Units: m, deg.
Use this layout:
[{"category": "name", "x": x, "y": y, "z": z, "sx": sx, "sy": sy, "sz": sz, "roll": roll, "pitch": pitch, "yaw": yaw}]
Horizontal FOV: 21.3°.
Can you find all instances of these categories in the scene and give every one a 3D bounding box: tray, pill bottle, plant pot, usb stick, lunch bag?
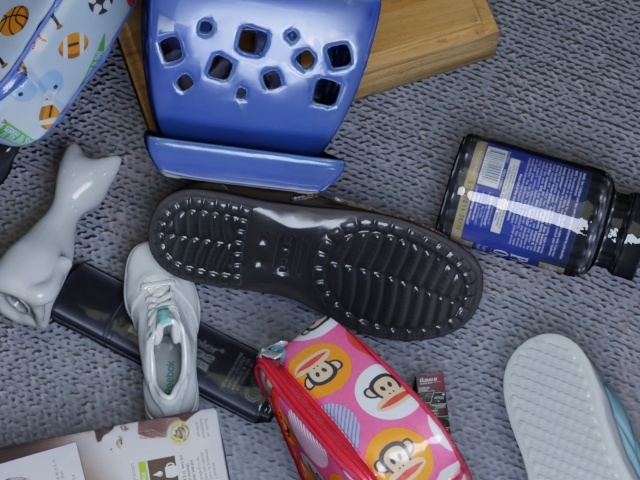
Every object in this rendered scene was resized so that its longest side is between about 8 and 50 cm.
[{"category": "tray", "x": -0.024, "y": -0.252, "z": 1.960, "sx": 0.411, "sy": 0.076, "sz": 0.203, "roll": -18, "pitch": 70, "yaw": -6}, {"category": "pill bottle", "x": 0.245, "y": -0.031, "z": 1.847, "sx": 0.219, "sy": 0.123, "sz": 0.123, "roll": 16, "pitch": 70, "yaw": 7}, {"category": "plant pot", "x": -0.077, "y": -0.165, "z": 1.777, "sx": 0.236, "sy": 0.236, "sz": 0.212, "roll": 6, "pitch": 95, "yaw": -7}, {"category": "usb stick", "x": -0.164, "y": 0.110, "z": 1.836, "sx": 0.278, "sy": 0.045, "sz": 0.077, "roll": 26, "pitch": 65, "yaw": 10}, {"category": "lunch bag", "x": 0.044, "y": 0.210, "z": 1.658, "sx": 0.120, "sy": 0.293, "sz": 0.258, "roll": -34, "pitch": 50, "yaw": -12}, {"category": "lunch bag", "x": -0.345, "y": -0.254, "z": 1.900, "sx": 0.243, "sy": 0.115, "sz": 0.303, "roll": 22, "pitch": 72, "yaw": 38}]

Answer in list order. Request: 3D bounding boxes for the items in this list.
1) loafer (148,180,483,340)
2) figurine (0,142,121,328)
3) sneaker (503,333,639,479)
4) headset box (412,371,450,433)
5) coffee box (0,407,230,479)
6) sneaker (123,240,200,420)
[{"category": "loafer", "x": 0.000, "y": 0.000, "z": 1.828, "sx": 0.366, "sy": 0.130, "sz": 0.134, "roll": 17, "pitch": 109, "yaw": -9}, {"category": "figurine", "x": -0.337, "y": -0.027, "z": 1.848, "sx": 0.215, "sy": 0.092, "sz": 0.209, "roll": 12, "pitch": 63, "yaw": 22}, {"category": "sneaker", "x": 0.285, "y": 0.274, "z": 1.705, "sx": 0.135, "sy": 0.150, "sz": 0.366, "roll": -20, "pitch": 57, "yaw": 26}, {"category": "headset box", "x": 0.117, "y": 0.180, "z": 1.798, "sx": 0.032, "sy": 0.062, "sz": 0.083, "roll": -4, "pitch": 68, "yaw": -2}, {"category": "coffee box", "x": -0.237, "y": 0.268, "z": 1.709, "sx": 0.297, "sy": 0.168, "sz": 0.119, "roll": -10, "pitch": 69, "yaw": -4}, {"category": "sneaker", "x": -0.161, "y": 0.085, "z": 1.770, "sx": 0.080, "sy": 0.094, "sz": 0.212, "roll": -9, "pitch": 65, "yaw": -6}]
